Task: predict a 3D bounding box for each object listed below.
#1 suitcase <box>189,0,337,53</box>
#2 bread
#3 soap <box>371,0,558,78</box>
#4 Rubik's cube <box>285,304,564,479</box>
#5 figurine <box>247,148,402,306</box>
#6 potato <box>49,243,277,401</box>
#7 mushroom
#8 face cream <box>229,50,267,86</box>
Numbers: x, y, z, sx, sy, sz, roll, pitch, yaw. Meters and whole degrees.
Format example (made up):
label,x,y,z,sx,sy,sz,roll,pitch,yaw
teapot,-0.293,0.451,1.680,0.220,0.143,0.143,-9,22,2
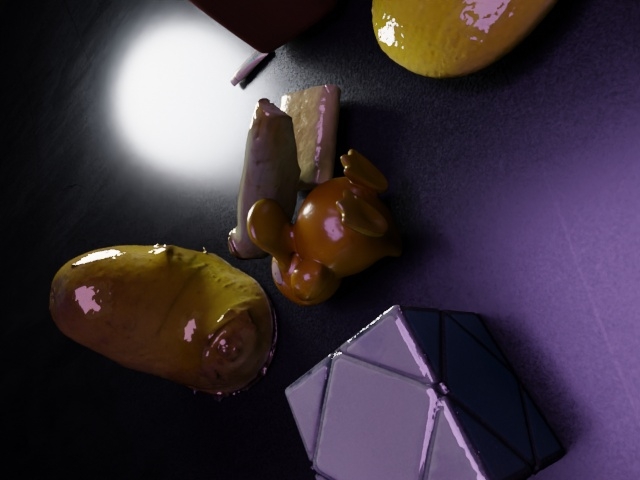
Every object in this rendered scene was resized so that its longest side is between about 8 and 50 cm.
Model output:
label,x,y,z,sx,sy,sz,roll,pitch,yaw
suitcase,-0.127,-0.496,0.899,0.236,0.297,0.161,-17,63,38
bread,-0.024,-0.177,0.903,0.140,0.060,0.178,4,85,43
soap,0.231,-0.431,0.689,0.306,0.115,0.427,41,109,35
Rubik's cube,0.117,0.217,0.607,0.207,0.205,0.205,-43,56,29
figurine,0.010,0.000,0.769,0.228,0.215,0.215,-19,69,26
potato,-0.324,0.154,0.960,0.397,0.296,0.289,35,107,42
mushroom,-0.085,-0.085,0.833,0.087,0.107,0.333,42,140,21
face cream,-0.153,-0.375,1.082,0.115,0.020,0.038,-36,59,30
